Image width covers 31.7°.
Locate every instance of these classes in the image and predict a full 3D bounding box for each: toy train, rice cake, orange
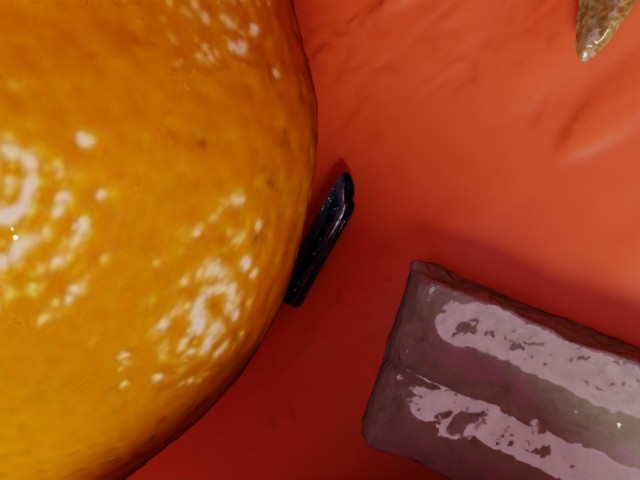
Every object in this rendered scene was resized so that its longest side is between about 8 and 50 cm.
[{"bbox_3d":[0.000,0.000,0.643,0.017,0.017,0.083,33,106,15],"label":"toy train"},{"bbox_3d":[0.164,0.108,0.564,0.298,0.050,0.106,21,102,20],"label":"rice cake"},{"bbox_3d":[-0.214,-0.050,0.562,0.424,0.326,0.424,2,94,24],"label":"orange"}]

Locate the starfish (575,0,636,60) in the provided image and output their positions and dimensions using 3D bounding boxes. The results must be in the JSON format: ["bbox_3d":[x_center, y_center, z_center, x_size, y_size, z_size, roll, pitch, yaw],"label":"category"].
[{"bbox_3d":[0.204,-0.177,0.520,0.277,0.062,0.236,33,107,26],"label":"starfish"}]
